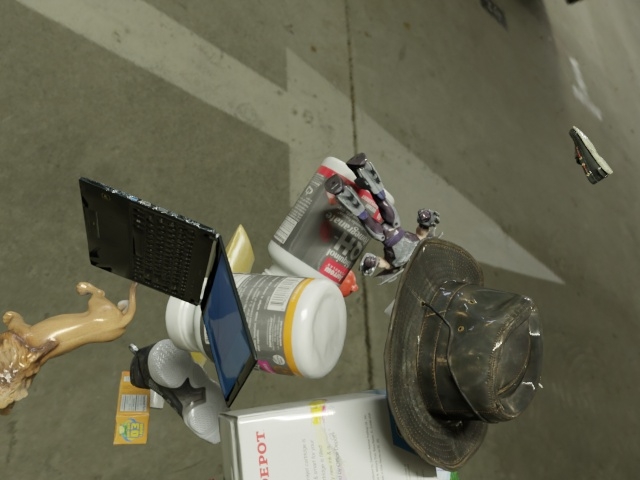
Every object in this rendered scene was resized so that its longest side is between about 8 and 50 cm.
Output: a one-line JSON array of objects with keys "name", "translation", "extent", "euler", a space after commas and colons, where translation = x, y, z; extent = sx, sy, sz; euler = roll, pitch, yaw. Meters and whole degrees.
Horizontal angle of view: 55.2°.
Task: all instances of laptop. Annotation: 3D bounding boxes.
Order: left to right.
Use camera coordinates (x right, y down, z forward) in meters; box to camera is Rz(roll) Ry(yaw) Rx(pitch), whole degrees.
[{"name": "laptop", "translation": [-0.199, 0.077, 0.770], "extent": [0.265, 0.234, 0.136], "euler": [22, 58, -5]}]

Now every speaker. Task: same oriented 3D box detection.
[{"name": "speaker", "translation": [-0.457, 0.403, 1.725], "extent": [0.055, 0.055, 0.136], "euler": [23, 64, -37]}]

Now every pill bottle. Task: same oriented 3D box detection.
[{"name": "pill bottle", "translation": [-0.110, 0.135, 1.027], "extent": [0.162, 0.279, 0.162], "euler": [-6, 96, -62]}, {"name": "pill bottle", "translation": [0.000, 0.000, 1.286], "extent": [0.176, 0.318, 0.176], "euler": [33, 1, 0]}]

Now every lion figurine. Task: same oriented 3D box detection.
[{"name": "lion figurine", "translation": [-0.540, 0.199, 1.301], "extent": [0.392, 0.240, 0.142], "euler": [-30, 116, -18]}]

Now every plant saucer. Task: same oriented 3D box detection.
[{"name": "plant saucer", "translation": [-0.267, 0.169, 1.538], "extent": [0.081, 0.332, 0.332], "euler": [28, 27, -11]}]

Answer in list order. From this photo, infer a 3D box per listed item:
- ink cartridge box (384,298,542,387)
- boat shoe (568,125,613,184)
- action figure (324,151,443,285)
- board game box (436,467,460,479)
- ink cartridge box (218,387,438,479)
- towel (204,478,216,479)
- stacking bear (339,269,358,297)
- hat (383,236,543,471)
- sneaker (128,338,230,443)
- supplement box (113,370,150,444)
[{"name": "ink cartridge box", "translation": [0.334, 0.257, 1.470], "extent": [0.353, 0.119, 0.207], "euler": [41, -2, -4]}, {"name": "boat shoe", "translation": [0.479, -0.157, 1.111], "extent": [0.049, 0.042, 0.132], "euler": [23, 39, -34]}, {"name": "action figure", "translation": [0.124, -0.023, 1.160], "extent": [0.185, 0.099, 0.285], "euler": [-43, 112, -8]}, {"name": "board game box", "translation": [0.190, 0.582, 1.235], "extent": [0.319, 0.066, 0.317], "euler": [-18, 94, -49]}, {"name": "ink cartridge box", "translation": [0.003, 0.332, 0.889], "extent": [0.270, 0.197, 0.198], "euler": [-3, 78, -18]}, {"name": "towel", "translation": [-0.293, 0.702, 1.577], "extent": [0.198, 0.275, 0.031], "euler": [56, 42, -6]}, {"name": "stacking bear", "translation": [0.030, 0.074, 1.939], "extent": [0.176, 0.164, 0.289], "euler": [10, 30, -23]}, {"name": "hat", "translation": [0.219, 0.140, 0.822], "extent": [0.331, 0.134, 0.330], "euler": [17, 67, -48]}, {"name": "sneaker", "translation": [-0.298, 0.309, 1.279], "extent": [0.101, 0.153, 0.268], "euler": [-48, 122, -37]}, {"name": "supplement box", "translation": [-0.446, 0.394, 1.459], "extent": [0.080, 0.233, 0.077], "euler": [5, 102, -14]}]
